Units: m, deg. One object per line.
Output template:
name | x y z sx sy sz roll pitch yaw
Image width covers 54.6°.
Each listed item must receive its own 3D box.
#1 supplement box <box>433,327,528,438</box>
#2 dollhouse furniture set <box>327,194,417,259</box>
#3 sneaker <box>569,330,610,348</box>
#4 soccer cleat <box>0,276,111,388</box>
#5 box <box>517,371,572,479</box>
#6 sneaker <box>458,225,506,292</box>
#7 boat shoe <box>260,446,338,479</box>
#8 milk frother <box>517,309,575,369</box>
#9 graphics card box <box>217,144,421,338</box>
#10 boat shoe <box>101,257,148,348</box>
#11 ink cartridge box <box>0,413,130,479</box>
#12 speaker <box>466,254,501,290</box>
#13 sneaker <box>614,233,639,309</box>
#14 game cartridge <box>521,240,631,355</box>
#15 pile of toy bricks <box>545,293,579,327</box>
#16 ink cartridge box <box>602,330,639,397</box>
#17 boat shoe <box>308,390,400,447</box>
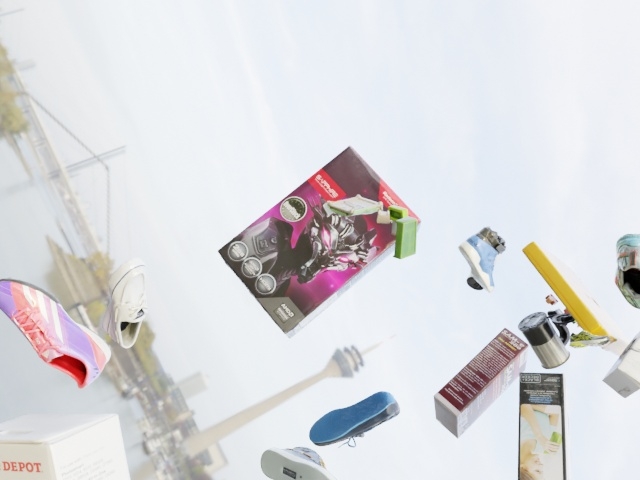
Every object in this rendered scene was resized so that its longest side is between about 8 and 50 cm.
supplement box | 0.366 0.323 1.407 0.073 0.239 0.130 38 -22 35
dollhouse furniture set | 0.085 -0.023 0.973 0.152 0.076 0.058 22 -62 42
sneaker | 0.563 0.205 1.304 0.083 0.031 0.035 -16 -119 37
soccer cleat | -0.633 0.212 1.432 0.318 0.109 0.116 45 26 -20
box | 0.425 0.417 1.171 0.087 0.289 0.169 -3 -43 23
sneaker | 0.328 0.034 1.199 0.152 0.085 0.058 53 -2 -38
boat shoe | -0.011 0.389 1.035 0.183 0.083 0.065 13 -87 43
milk frother | 0.625 0.258 1.642 0.134 0.129 0.143 55 -7 -11
graphics card box | 0.000 0.000 1.306 0.232 0.371 0.094 50 -7 14
boat shoe | -0.426 0.146 1.402 0.084 0.095 0.258 44 -44 20
ink cartridge box | -0.254 0.274 0.593 0.148 0.086 0.203 -9 -90 29
speaker | 0.461 0.076 1.748 0.055 0.136 0.055 25 -34 18
sneaker | 0.781 0.106 1.548 0.104 0.125 0.261 -4 -43 33
game cartridge | 0.646 0.155 1.543 0.324 0.053 0.285 22 32 -49
pile of toy bricks | 0.736 0.208 1.793 0.212 0.105 0.118 52 -60 24
ink cartridge box | 0.702 0.262 1.367 0.063 0.150 0.109 38 -18 22
boat shoe | 0.094 0.493 1.639 0.089 0.258 0.109 50 25 -35
